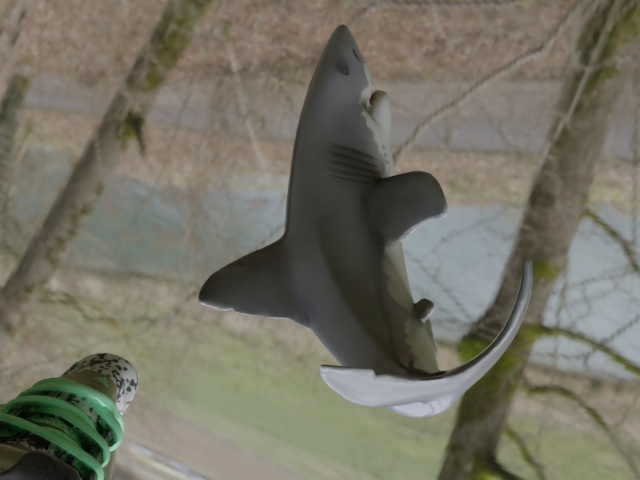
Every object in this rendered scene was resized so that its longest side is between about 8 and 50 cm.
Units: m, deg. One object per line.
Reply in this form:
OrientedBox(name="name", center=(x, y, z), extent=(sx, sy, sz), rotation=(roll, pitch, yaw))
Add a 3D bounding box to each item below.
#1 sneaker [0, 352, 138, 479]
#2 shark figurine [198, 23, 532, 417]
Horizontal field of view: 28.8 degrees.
OrientedBox(name="sneaker", center=(-0.192, 0.140, 0.830), extent=(0.158, 0.182, 0.410), rotation=(33, 160, -8))
OrientedBox(name="shark figurine", center=(0.003, 0.027, 0.587), extent=(0.116, 0.166, 0.278), rotation=(-2, -148, -10))
